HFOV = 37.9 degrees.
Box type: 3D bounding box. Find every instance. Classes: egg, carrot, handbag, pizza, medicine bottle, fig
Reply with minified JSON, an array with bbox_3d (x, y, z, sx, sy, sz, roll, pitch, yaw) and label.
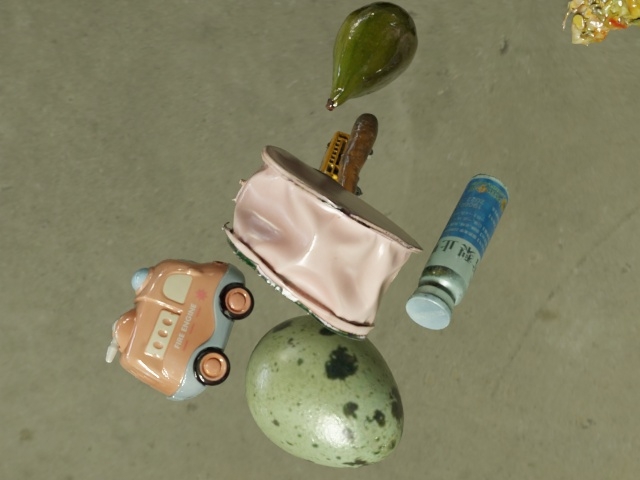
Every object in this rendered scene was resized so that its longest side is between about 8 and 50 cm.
[{"bbox_3d":[0.008,0.193,1.167,0.228,0.177,0.177,35,112,36],"label":"egg"},{"bbox_3d":[0.042,-0.099,1.223,0.035,0.036,0.165,17,66,8],"label":"carrot"},{"bbox_3d":[-0.001,0.001,0.959,0.205,0.179,0.116,32,100,-16],"label":"handbag"},{"bbox_3d":[0.464,-0.396,1.510,0.226,0.069,0.147,-10,114,56],"label":"pizza"},{"bbox_3d":[0.146,0.008,0.973,0.051,0.191,0.051,19,140,17],"label":"medicine bottle"},{"bbox_3d":[0.060,-0.288,1.431,0.133,0.184,0.127,-17,100,62],"label":"fig"}]

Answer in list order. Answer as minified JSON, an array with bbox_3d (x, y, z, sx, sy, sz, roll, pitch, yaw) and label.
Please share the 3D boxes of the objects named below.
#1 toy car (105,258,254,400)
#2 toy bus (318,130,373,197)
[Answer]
[{"bbox_3d":[-0.261,0.147,1.701,0.212,0.180,0.271,25,72,-16],"label":"toy car"},{"bbox_3d":[0.028,-0.095,1.421,0.074,0.162,0.070,25,131,-5],"label":"toy bus"}]
